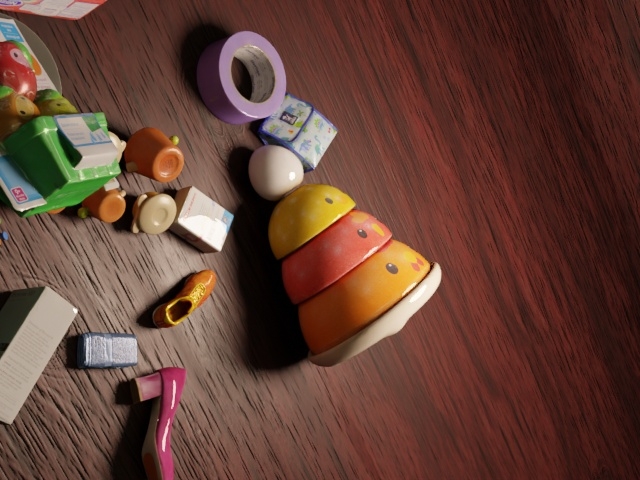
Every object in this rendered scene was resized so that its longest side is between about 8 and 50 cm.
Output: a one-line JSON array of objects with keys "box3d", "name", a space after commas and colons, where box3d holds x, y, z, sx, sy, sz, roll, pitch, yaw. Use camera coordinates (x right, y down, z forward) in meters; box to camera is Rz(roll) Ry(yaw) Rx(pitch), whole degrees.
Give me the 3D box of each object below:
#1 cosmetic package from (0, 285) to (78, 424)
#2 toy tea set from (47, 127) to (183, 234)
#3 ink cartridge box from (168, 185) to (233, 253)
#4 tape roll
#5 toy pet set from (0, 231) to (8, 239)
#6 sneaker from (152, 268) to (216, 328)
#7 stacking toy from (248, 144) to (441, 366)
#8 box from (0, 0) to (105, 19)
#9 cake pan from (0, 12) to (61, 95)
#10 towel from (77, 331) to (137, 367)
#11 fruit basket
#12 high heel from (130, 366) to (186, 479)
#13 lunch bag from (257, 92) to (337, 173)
[{"box3d": [-0.522, 0.193, 1.663, 0.085, 0.117, 0.231, 44, 55, -33], "name": "cosmetic package"}, {"box3d": [-0.410, -0.129, 1.851, 0.336, 0.124, 0.200, 8, 108, -47], "name": "toy tea set"}, {"box3d": [-0.249, -0.042, 2.011, 0.122, 0.052, 0.089, 38, 59, -36], "name": "ink cartridge box"}, {"box3d": [-0.169, -0.349, 2.116, 0.189, 0.080, 0.189, 7, 80, -43], "name": "tape roll"}, {"box3d": [-0.605, -0.033, 1.670, 0.114, 0.065, 0.122, -73, 144, -71], "name": "toy pet set"}, {"box3d": [-0.260, 0.120, 1.967, 0.175, 0.067, 0.064, -49, 115, -39], "name": "sneaker"}, {"box3d": [0.000, 0.000, 2.127, 0.480, 0.350, 0.350, 53, 50, -4], "name": "stacking toy"}, {"box3d": [-0.527, -0.496, 1.729, 0.299, 0.154, 0.142, -2, 80, -44], "name": "box"}, {"box3d": [-0.579, -0.271, 1.718, 0.293, 0.054, 0.293, 8, 79, -43], "name": "cake pan"}, {"box3d": [-0.400, 0.206, 1.842, 0.119, 0.029, 0.067, 7, 79, -43], "name": "towel"}, {"box3d": [-0.479, -0.221, 1.576, 0.353, 0.165, 0.327, 63, 17, -1], "name": "fruit basket"}, {"box3d": [-0.289, 0.369, 1.894, 0.117, 0.082, 0.244, -8, 77, -35], "name": "high heel"}, {"box3d": [-0.056, -0.242, 2.209, 0.151, 0.096, 0.129, 41, 59, -16], "name": "lunch bag"}]
